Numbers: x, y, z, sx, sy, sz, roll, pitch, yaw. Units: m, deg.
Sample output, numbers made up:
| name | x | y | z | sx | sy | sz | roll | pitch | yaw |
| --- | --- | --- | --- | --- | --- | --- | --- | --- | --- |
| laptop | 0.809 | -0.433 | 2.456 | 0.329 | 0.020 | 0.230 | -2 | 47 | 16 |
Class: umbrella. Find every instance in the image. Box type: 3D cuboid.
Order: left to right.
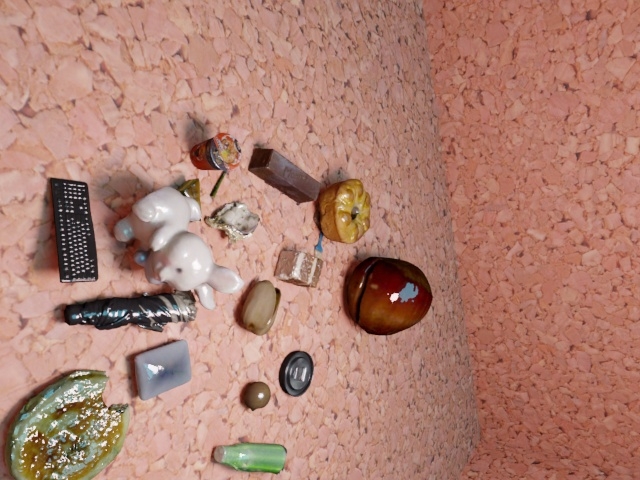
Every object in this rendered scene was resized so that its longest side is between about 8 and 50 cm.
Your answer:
| name | x | y | z | sx | sy | sz | roll | pitch | yaw |
| --- | --- | --- | --- | --- | --- | --- | --- | --- | --- |
| umbrella | -0.525 | 0.199 | 1.257 | 0.358 | 0.106 | 0.113 | 1 | 56 | -42 |

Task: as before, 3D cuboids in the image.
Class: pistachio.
| name | x | y | z | sx | sy | sz | roll | pitch | yaw |
| --- | --- | --- | --- | --- | --- | --- | --- | --- | --- |
| pistachio | -0.211 | 0.244 | 1.617 | 0.129 | 0.131 | 0.206 | 54 | 45 | -46 |

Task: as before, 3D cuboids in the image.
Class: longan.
| name | x | y | z | sx | sy | sz | roll | pitch | yaw |
| --- | --- | --- | --- | --- | --- | --- | --- | --- | --- |
| longan | -0.230 | 0.568 | 1.620 | 0.113 | 0.092 | 0.113 | -48 | 150 | -40 |

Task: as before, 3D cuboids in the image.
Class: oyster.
| name | x | y | z | sx | sy | sz | roll | pitch | yaw |
| --- | --- | --- | --- | --- | --- | --- | --- | --- | --- |
| oyster | -0.311 | -0.064 | 1.555 | 0.191 | 0.081 | 0.163 | 17 | 52 | -35 |

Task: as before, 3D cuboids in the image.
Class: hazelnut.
| name | x | y | z | sx | sy | sz | roll | pitch | yaw |
| --- | --- | --- | --- | --- | --- | --- | --- | --- | --- |
| hazelnut | 0.334 | 0.261 | 2.104 | 0.429 | 0.402 | 0.402 | 12 | 80 | -62 |

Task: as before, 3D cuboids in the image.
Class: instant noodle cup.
| name | x | y | z | sx | sy | sz | roll | pitch | yaw |
| --- | --- | --- | --- | --- | --- | --- | --- | --- | --- |
| instant noodle cup | -0.348 | -0.279 | 1.446 | 0.127 | 0.136 | 0.127 | 0 | 90 | -51 |

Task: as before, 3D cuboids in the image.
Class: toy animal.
| name | x | y | z | sx | sy | sz | roll | pitch | yaw |
| --- | --- | --- | --- | --- | --- | --- | --- | --- | --- |
| toy animal | -0.386 | 0.027 | 1.271 | 0.241 | 0.196 | 0.367 | -30 | 86 | -50 |

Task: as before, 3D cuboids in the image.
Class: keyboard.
| name | x | y | z | sx | sy | sz | roll | pitch | yaw |
| --- | --- | --- | --- | --- | --- | --- | --- | --- | --- |
| keyboard | -0.618 | 0.025 | 1.124 | 0.103 | 0.041 | 0.381 | 2 | 77 | -51 |

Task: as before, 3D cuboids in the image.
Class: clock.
| name | x | y | z | sx | sy | sz | roll | pitch | yaw |
| --- | --- | --- | --- | --- | --- | --- | --- | --- | --- |
| clock | -0.098 | 0.543 | 1.824 | 0.184 | 0.040 | 0.184 | 0 | 90 | -52 |

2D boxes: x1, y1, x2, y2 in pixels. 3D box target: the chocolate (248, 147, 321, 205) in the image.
| name | x | y | z | sx | sy | sz | roll | pitch | yaw |
| --- | --- | --- | --- | --- | --- | --- | --- | --- | --- |
| chocolate | -0.126 | -0.247 | 1.744 | 0.321 | 0.112 | 0.112 | 32 | 68 | -46 |

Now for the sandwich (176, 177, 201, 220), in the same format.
| name | x | y | z | sx | sy | sz | roll | pitch | yaw |
| --- | --- | --- | --- | --- | --- | --- | --- | --- | --- |
| sandwich | -0.404 | -0.128 | 1.424 | 0.074 | 0.074 | 0.116 | -50 | 127 | -39 |

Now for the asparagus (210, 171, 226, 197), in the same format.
| name | x | y | z | sx | sy | sz | roll | pitch | yaw |
| --- | --- | --- | --- | --- | --- | --- | --- | --- | --- |
| asparagus | -0.348 | -0.201 | 1.540 | 0.015 | 0.018 | 0.127 | 90 | 18 | -65 |

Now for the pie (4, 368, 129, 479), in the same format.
| name | x | y | z | sx | sy | sz | roll | pitch | yaw |
| --- | --- | --- | --- | --- | --- | --- | --- | --- | --- |
| pie | -0.633 | 0.487 | 1.136 | 0.302 | 0.067 | 0.302 | 2 | 87 | -51 |

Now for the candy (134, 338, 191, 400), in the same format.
| name | x | y | z | sx | sy | sz | roll | pitch | yaw |
| --- | --- | --- | --- | --- | --- | --- | --- | --- | --- |
| candy | -0.470 | 0.384 | 1.336 | 0.174 | 0.071 | 0.138 | -11 | 98 | -52 |

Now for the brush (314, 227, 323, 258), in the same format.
| name | x | y | z | sx | sy | sz | roll | pitch | yaw |
| --- | --- | --- | --- | --- | --- | --- | --- | --- | --- |
| brush | 0.000 | 0.000 | 1.974 | 0.051 | 0.014 | 0.164 | 29 | 66 | -49 |

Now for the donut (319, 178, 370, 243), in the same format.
| name | x | y | z | sx | sy | sz | roll | pitch | yaw |
| --- | --- | --- | --- | --- | --- | --- | --- | --- | --- |
| donut | 0.114 | -0.126 | 1.979 | 0.317 | 0.150 | 0.299 | 40 | 54 | -56 |

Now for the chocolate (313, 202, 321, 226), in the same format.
| name | x | y | z | sx | sy | sz | roll | pitch | yaw |
| --- | --- | --- | --- | --- | --- | --- | --- | --- | --- |
| chocolate | 0.006 | -0.114 | 1.970 | 0.064 | 0.031 | 0.100 | 51 | 51 | -44 |

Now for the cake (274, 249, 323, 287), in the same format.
| name | x | y | z | sx | sy | sz | roll | pitch | yaw |
| --- | --- | --- | --- | --- | --- | --- | --- | --- | --- |
| cake | -0.088 | 0.109 | 1.773 | 0.147 | 0.135 | 0.134 | 34 | 64 | -40 |

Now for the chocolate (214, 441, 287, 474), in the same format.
| name | x | y | z | sx | sy | sz | roll | pitch | yaw |
| --- | --- | --- | --- | --- | --- | --- | --- | --- | --- |
| chocolate | -0.252 | 0.770 | 1.587 | 0.291 | 0.110 | 0.110 | 33 | 64 | -43 |
